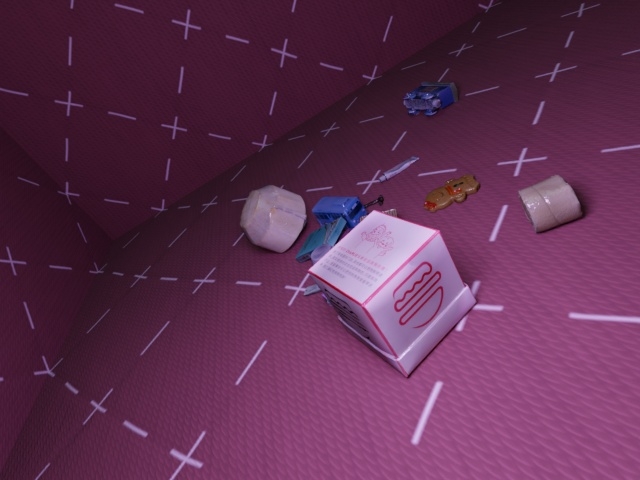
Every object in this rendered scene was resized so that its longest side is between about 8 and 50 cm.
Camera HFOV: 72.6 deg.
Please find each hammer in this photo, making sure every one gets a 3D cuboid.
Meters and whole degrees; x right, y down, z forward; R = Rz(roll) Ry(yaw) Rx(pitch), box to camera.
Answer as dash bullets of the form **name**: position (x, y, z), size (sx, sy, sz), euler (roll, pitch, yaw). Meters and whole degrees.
- **hammer**: position (0.204, -0.154, 1.977), size (0.178, 0.021, 0.065), euler (-22, 33, 20)

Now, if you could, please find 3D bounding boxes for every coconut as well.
- **coconut**: position (-0.212, -0.098, 2.051), size (0.322, 0.323, 0.323), euler (-24, 31, 16)

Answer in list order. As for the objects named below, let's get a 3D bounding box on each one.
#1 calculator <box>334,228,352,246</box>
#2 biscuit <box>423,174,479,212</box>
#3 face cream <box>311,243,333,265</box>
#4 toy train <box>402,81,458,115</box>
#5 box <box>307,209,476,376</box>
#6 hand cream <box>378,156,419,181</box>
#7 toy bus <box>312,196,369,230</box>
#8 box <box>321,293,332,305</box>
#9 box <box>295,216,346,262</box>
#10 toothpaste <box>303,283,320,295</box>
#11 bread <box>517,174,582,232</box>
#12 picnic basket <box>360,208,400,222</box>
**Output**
- **calculator**: position (0.147, 0.008, 1.788), size (0.190, 0.034, 0.127), euler (8, 48, 42)
- **biscuit**: position (0.509, -0.189, 1.720), size (0.225, 0.036, 0.166), euler (-25, 32, 15)
- **face cream**: position (0.025, 0.081, 1.725), size (0.117, 0.104, 0.117), euler (-24, 29, 15)
- **toy train**: position (0.599, -0.782, 2.408), size (0.201, 0.131, 0.299), euler (-32, 30, -12)
- **box**: position (0.202, 0.137, 1.279), size (0.312, 0.300, 0.314), euler (-42, 31, -14)
- **hand cream**: position (0.369, -0.343, 2.083), size (0.216, 0.038, 0.052), euler (-31, 54, -7)
- **toy bus**: position (0.086, -0.125, 1.935), size (0.233, 0.134, 0.116), euler (6, 48, 49)
- **box**: position (0.064, 0.184, 1.595), size (0.117, 0.051, 0.036), euler (-40, 32, -8)
- **box**: position (0.001, 0.000, 1.872), size (0.229, 0.041, 0.162), euler (-27, 26, 47)
- **toothpaste**: position (0.021, 0.173, 1.675), size (0.197, 0.029, 0.048), euler (-19, 30, 28)
- **bread**: position (0.699, -0.116, 1.333), size (0.141, 0.134, 0.148), euler (-23, 45, 18)
- **picnic basket**: position (0.236, -0.047, 1.701), size (0.164, 0.080, 0.115), euler (-13, 40, 14)
